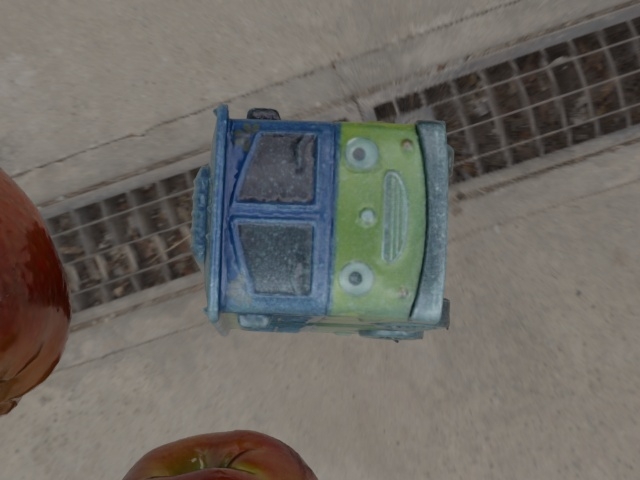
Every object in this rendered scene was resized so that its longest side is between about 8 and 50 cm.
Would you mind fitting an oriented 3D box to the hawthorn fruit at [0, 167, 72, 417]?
[{"bbox_3d":[-0.257,0.016,0.745,0.196,0.196,0.225,-29,68,5],"label":"hawthorn fruit"}]

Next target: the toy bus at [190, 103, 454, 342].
[{"bbox_3d":[0.000,0.000,0.964,0.190,0.312,0.152,3,83,-3],"label":"toy bus"}]

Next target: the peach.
[{"bbox_3d":[-0.094,0.295,1.126,0.199,0.243,0.243,13,97,46],"label":"peach"}]
